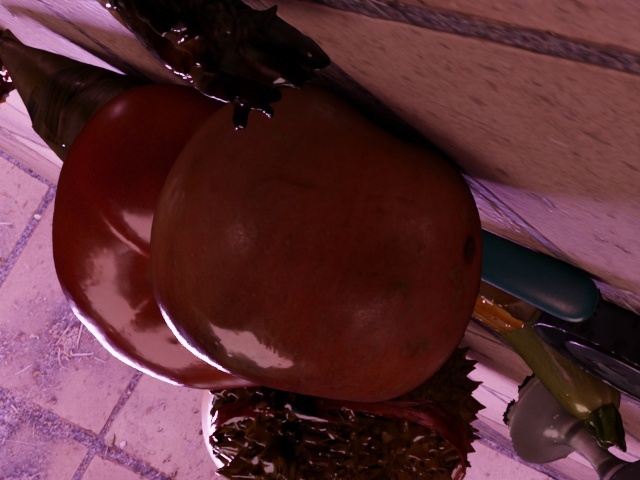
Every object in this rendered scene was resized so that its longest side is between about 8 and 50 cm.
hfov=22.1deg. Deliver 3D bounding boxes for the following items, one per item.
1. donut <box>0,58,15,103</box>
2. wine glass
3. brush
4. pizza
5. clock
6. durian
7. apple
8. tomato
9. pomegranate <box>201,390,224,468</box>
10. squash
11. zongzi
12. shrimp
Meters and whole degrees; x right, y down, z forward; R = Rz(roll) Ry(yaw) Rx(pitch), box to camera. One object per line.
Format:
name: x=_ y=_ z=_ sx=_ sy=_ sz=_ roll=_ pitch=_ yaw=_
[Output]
donut: x=-0.482 y=-0.242 z=1.980 sx=0.270 sy=0.103 sz=0.269 roll=31 pitch=175 yaw=3
wine glass: x=0.322 y=0.252 z=1.659 sx=0.143 sy=0.143 sz=0.321 roll=35 pitch=-173 yaw=-38
brush: x=0.164 y=0.022 z=1.415 sx=0.193 sy=0.043 sz=0.032 roll=27 pitch=-171 yaw=39
pizza: x=0.152 y=0.044 z=1.589 sx=0.175 sy=0.046 sz=0.134 roll=26 pitch=171 yaw=34
clock: x=0.298 y=0.114 z=1.501 sx=0.215 sy=0.042 sz=0.215 roll=30 pitch=174 yaw=4
durian: x=0.024 y=0.204 z=1.982 sx=0.348 sy=0.384 sz=0.347 roll=10 pitch=167 yaw=2
apple: x=0.000 y=0.000 z=1.250 sx=0.254 sy=0.253 sz=0.253 roll=30 pitch=173 yaw=4
tomato: x=-0.105 y=-0.010 z=1.503 sx=0.299 sy=0.226 sz=0.298 roll=9 pitch=128 yaw=12
pomegranate: x=0.010 y=0.268 z=2.381 sx=0.412 sy=0.411 sz=0.411 roll=30 pitch=173 yaw=4
squash: x=0.259 y=0.128 z=1.657 sx=0.200 sy=0.075 sz=0.090 roll=52 pitch=169 yaw=38
zongzi: x=-0.197 y=-0.105 z=1.754 sx=0.260 sy=0.123 sz=0.289 roll=33 pitch=-177 yaw=-46
shrimp: x=-0.118 y=-0.178 z=1.058 sx=0.289 sy=0.075 sz=0.178 roll=42 pitch=-179 yaw=44
